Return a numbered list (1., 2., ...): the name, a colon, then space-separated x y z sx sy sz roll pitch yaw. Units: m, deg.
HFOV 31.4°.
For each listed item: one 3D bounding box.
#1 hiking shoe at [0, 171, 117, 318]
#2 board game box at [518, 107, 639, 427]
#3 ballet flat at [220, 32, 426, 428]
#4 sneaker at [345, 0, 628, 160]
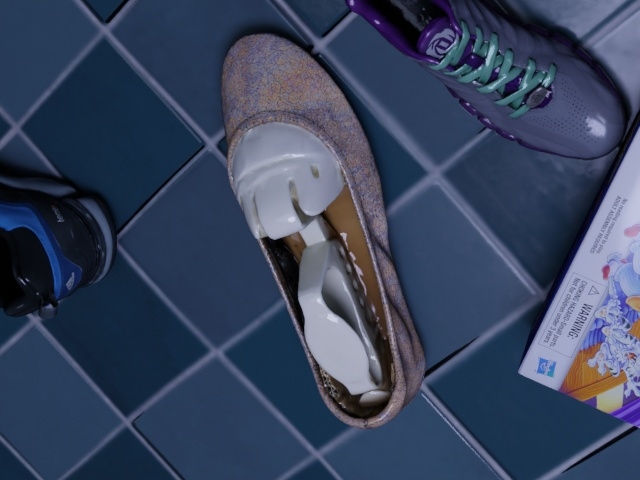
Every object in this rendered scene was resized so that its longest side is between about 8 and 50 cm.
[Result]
1. hiking shoe: -0.323 -0.021 0.927 0.304 0.132 0.113 12 114 13
2. board game box: 0.309 -0.017 0.751 0.233 0.078 0.347 24 116 8
3. ballet flat: 0.000 0.000 0.844 0.108 0.106 0.316 -19 103 24
4. sneaker: 0.104 -0.118 0.767 0.224 0.098 0.083 35 117 3
